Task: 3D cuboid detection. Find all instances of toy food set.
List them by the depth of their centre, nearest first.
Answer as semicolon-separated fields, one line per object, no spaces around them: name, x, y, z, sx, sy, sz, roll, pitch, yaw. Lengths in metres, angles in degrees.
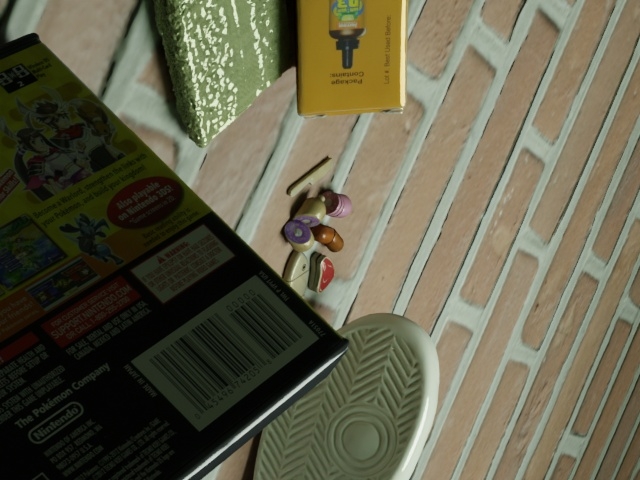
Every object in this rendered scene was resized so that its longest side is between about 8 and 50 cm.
toy food set;0.000;0.000;1.166;0.078;0.019;0.122;-40;141;-40

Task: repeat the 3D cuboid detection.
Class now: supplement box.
supplement box;0.018;-0.198;0.977;0.080;0.078;0.233;-99;-172;-55

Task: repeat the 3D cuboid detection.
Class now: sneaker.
sneaker;0.016;0.220;1.258;0.148;0.131;0.350;-4;119;-67

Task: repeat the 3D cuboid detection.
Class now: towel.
towel;-0.062;-0.140;0.954;0.110;0.027;0.148;-48;147;-31

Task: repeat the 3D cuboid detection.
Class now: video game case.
video game case;-0.155;0.034;0.701;0.275;0.248;0.035;-35;165;-45
